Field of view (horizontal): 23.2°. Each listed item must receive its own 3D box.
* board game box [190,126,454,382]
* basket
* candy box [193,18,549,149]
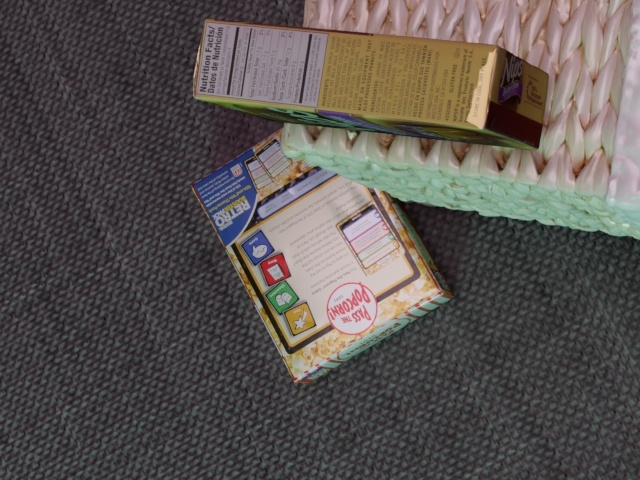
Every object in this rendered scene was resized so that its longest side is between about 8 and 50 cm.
[{"bbox_3d":[0.000,0.000,1.298,0.147,0.045,0.193,-31,75,12],"label":"board game box"},{"bbox_3d":[0.165,-0.177,1.118,0.267,0.328,0.331,10,88,21],"label":"basket"},{"bbox_3d":[0.031,-0.093,0.936,0.187,0.109,0.053,10,91,25],"label":"candy box"}]
